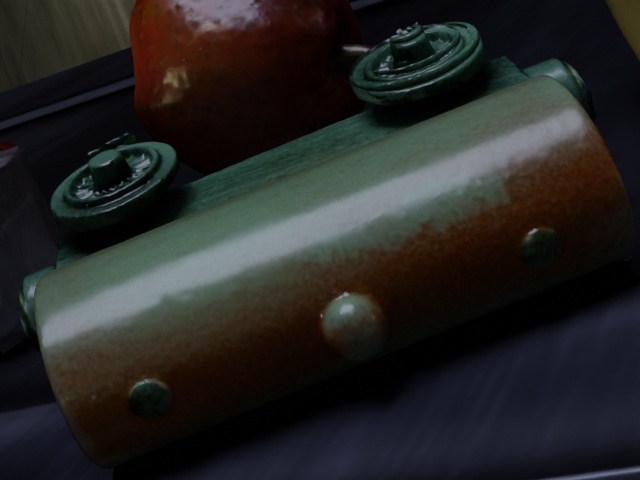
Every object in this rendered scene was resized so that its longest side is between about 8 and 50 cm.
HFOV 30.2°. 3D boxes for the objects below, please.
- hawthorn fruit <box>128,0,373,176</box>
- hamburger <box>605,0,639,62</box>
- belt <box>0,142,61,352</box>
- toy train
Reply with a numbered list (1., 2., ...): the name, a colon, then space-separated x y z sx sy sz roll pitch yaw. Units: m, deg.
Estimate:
1. hawthorn fruit: -0.041 -0.135 0.887 0.200 0.179 0.179 -6 22 35
2. hamburger: 0.284 -0.203 0.678 0.300 0.176 0.300 -20 14 5
3. belt: -0.299 0.020 0.816 0.323 0.115 0.227 -7 22 39
4. toy train: 0.000 0.000 0.526 0.285 0.116 0.177 -21 28 -1
